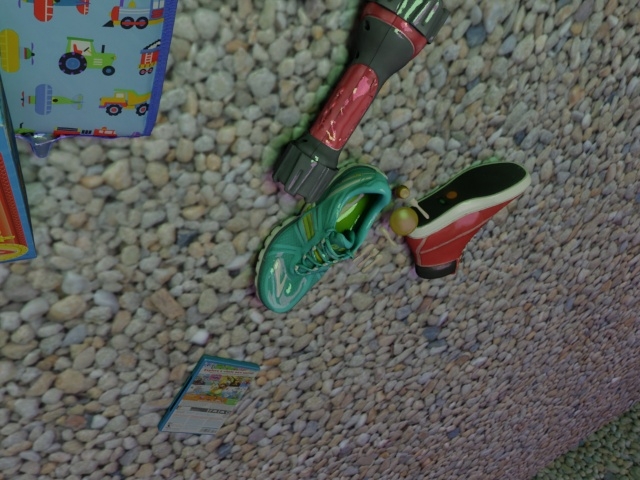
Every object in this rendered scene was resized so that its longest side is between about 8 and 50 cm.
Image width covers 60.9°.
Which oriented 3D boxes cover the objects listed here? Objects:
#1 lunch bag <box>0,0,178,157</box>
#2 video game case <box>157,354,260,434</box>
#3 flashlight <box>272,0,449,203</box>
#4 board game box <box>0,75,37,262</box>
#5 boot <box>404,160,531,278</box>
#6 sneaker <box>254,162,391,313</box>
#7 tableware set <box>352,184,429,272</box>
[{"bbox_3d":[-0.262,-0.205,0.517,0.221,0.138,0.293,-6,133,-32],"label":"lunch bag"},{"bbox_3d":[-0.196,0.277,0.964,0.119,0.015,0.166,22,108,-39],"label":"video game case"},{"bbox_3d":[0.042,-0.191,0.717,0.103,0.103,0.304,22,107,-41],"label":"flashlight"},{"bbox_3d":[-0.410,-0.044,0.437,0.302,0.086,0.308,-10,165,-26],"label":"board game box"},{"bbox_3d":[0.271,-0.028,0.991,0.244,0.088,0.176,-27,133,-2],"label":"boot"},{"bbox_3d":[0.000,0.000,0.816,0.107,0.110,0.275,34,99,-28],"label":"sneaker"},{"bbox_3d":[0.092,-0.029,0.896,0.154,0.024,0.104,-42,103,5],"label":"tableware set"}]
